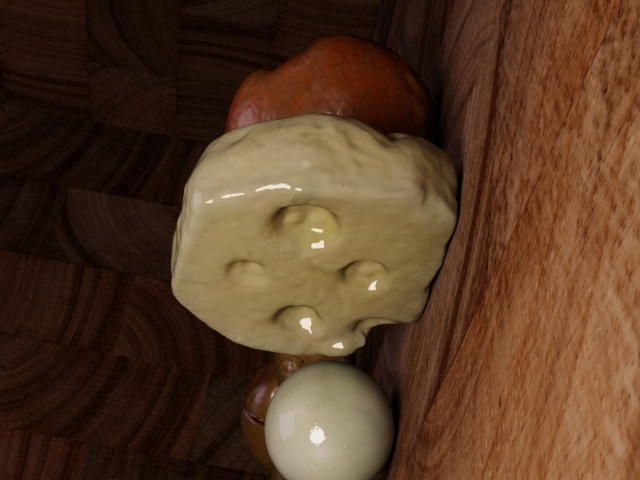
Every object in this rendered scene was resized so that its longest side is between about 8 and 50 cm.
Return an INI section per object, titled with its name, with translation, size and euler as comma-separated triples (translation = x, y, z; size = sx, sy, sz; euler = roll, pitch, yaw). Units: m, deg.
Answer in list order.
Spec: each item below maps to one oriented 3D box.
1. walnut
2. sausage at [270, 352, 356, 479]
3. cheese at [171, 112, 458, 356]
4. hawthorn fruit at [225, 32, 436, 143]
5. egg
[walnut]
translation = -0.063, 0.339, 2.224
size = 0.203, 0.203, 0.297
euler = -81, -5, -48
[sausage]
translation = -0.013, 0.295, 1.834
size = 0.136, 0.123, 0.500
euler = -28, -38, -31
[cheese]
translation = 0.000, 0.000, 1.197
size = 0.318, 0.326, 0.115
euler = 48, -148, -42
[hawthorn fruit]
translation = 0.025, -0.101, 1.449
size = 0.277, 0.277, 0.298
euler = 104, 157, -63
[egg]
translation = 0.011, 0.215, 1.307
size = 0.209, 0.151, 0.151
euler = -55, -24, -85
